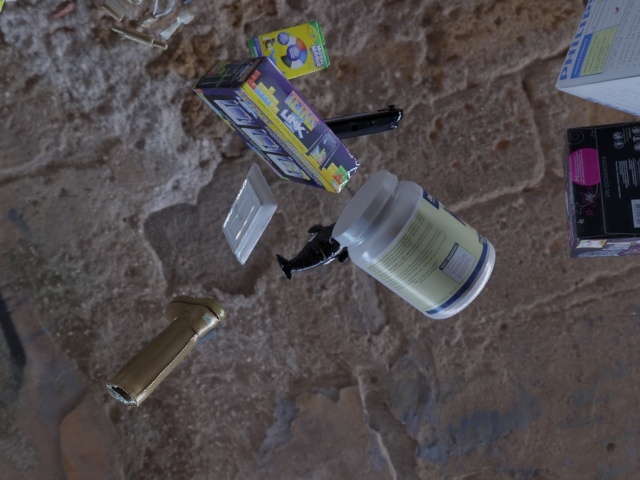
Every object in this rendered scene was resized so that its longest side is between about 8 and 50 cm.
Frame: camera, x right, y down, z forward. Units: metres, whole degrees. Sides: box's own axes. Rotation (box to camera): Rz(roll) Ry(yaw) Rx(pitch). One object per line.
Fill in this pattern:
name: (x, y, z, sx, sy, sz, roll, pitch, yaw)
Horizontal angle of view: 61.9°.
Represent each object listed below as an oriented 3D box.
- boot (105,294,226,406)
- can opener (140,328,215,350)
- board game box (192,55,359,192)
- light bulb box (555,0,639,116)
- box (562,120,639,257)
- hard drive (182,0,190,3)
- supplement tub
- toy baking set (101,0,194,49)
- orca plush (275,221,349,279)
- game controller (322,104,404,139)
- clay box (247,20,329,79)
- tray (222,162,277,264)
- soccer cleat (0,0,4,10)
boot: (-0.362, 0.235, 1.182, 0.236, 0.089, 0.269, -17, -156, 50)
can opener: (-0.380, 0.279, 1.466, 0.093, 0.074, 0.280, -13, -176, 26)
board game box: (-0.053, -0.135, 0.628, 0.048, 0.170, 0.141, -54, -145, -11)
light bulb box: (0.583, -0.371, 0.782, 0.226, 0.357, 0.361, 18, -168, -3)
box: (0.599, -0.100, 1.103, 0.164, 0.247, 0.142, -3, 162, 19)
hard drive: (-0.164, -0.460, 0.678, 0.054, 0.254, 0.172, -25, -166, -38)
supplement tub: (0.215, 0.008, 1.257, 0.235, 0.325, 0.235, -51, -169, 14)
toy baking set: (-0.481, -0.619, 1.471, 0.196, 0.256, 0.030, 122, -13, -54)
orca plush: (0.000, 0.000, 1.610, 0.288, 0.151, 0.102, -18, 154, -22)
game controller: (0.043, -0.294, 1.344, 0.320, 0.067, 0.166, -11, -156, -6)
clay box: (-0.074, -0.511, 1.448, 0.222, 0.127, 0.053, -24, -159, -20)
tray: (-0.200, -0.064, 1.412, 0.030, 0.145, 0.270, -9, 149, -36)
soccer cleat: (-0.523, -0.349, 0.799, 0.121, 0.289, 0.093, 6, -148, 0)
